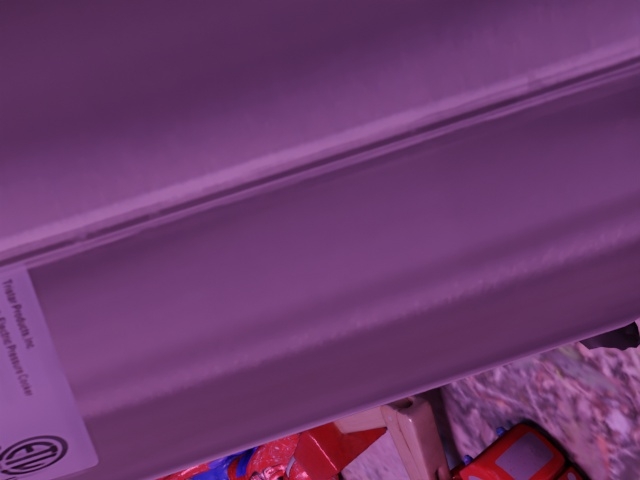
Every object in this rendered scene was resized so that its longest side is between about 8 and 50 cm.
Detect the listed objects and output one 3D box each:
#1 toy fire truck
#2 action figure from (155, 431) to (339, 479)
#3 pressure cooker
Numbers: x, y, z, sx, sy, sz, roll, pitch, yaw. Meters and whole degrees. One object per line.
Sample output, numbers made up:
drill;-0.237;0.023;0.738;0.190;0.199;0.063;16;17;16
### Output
toy fire truck;0.067;0.134;1.043;0.135;0.047;0.192;51;150;5
action figure;-0.080;0.193;1.233;0.091;0.139;0.280;53;148;-4
pressure cooker;-0.023;-0.119;0.546;0.370;0.420;0.375;177;75;-84
